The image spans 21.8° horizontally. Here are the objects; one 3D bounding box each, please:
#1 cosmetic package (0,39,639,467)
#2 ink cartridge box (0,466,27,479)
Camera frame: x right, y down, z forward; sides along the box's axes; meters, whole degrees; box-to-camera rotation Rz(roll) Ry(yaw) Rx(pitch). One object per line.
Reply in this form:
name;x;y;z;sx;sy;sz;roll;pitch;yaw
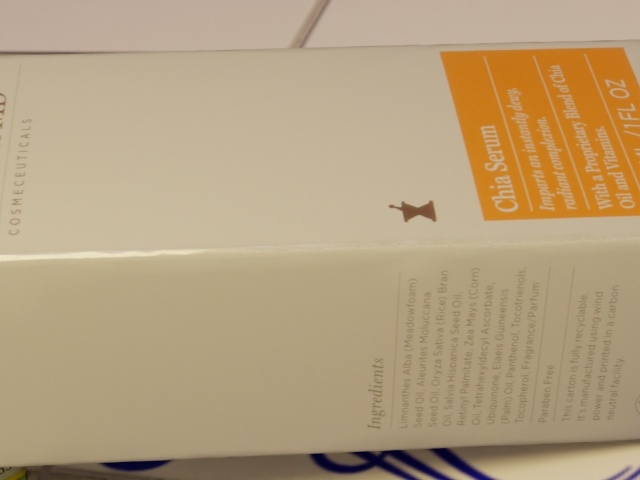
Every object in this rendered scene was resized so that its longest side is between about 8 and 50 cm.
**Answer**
cosmetic package;0.000;0.000;1.035;0.453;0.161;0.230;-3;37;-4
ink cartridge box;-0.278;0.160;1.048;0.189;0.097;0.255;-27;38;-17
